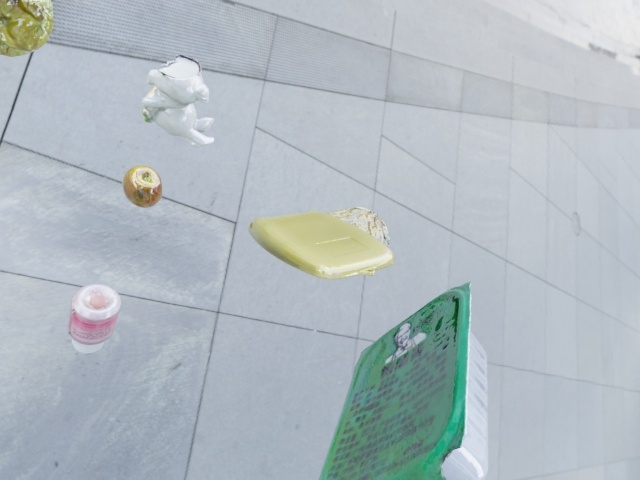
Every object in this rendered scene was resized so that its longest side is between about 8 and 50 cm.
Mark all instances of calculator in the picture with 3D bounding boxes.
[{"bbox_3d":[0.000,0.000,0.641,0.157,0.237,0.033,-10,116,-35],"label":"calculator"}]

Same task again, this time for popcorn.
[{"bbox_3d":[-0.725,-0.518,0.976,0.221,0.204,0.183,-5,50,-49],"label":"popcorn"}]

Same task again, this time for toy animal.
[{"bbox_3d":[-0.509,-0.496,1.596,0.247,0.310,0.182,6,46,-11],"label":"toy animal"}]

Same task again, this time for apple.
[{"bbox_3d":[-0.487,-0.148,1.194,0.099,0.102,0.114,0,54,-29],"label":"apple"}]

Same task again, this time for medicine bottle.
[{"bbox_3d":[-0.742,0.262,1.425,0.147,0.247,0.147,19,39,-17],"label":"medicine bottle"}]

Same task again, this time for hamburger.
[{"bbox_3d":[0.079,0.002,1.156,0.206,0.130,0.183,-9,58,-12],"label":"hamburger"}]

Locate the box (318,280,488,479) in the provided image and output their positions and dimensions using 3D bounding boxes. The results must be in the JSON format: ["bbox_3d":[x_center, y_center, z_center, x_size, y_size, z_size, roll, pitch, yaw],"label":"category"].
[{"bbox_3d":[0.134,0.233,0.602,0.106,0.264,0.336,43,34,-5],"label":"box"}]
